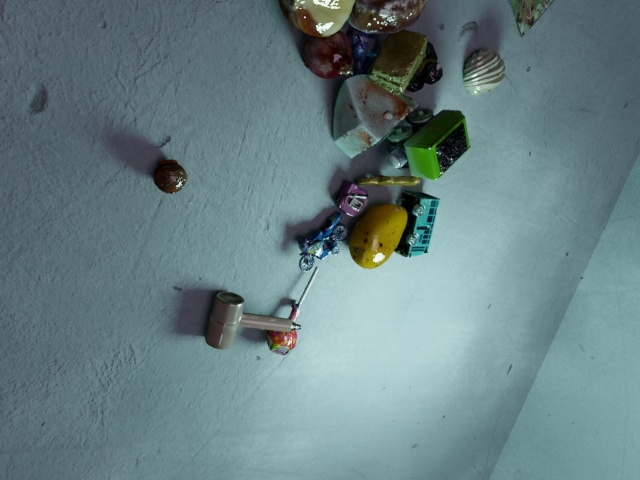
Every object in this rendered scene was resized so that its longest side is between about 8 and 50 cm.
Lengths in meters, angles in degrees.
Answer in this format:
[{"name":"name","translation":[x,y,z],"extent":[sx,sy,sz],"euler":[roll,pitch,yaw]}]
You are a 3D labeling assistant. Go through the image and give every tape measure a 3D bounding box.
[{"name":"tape measure","translation":[0.114,-0.154,1.972],"extent":[0.125,0.074,0.118],"euler":[22,99,-35]}]

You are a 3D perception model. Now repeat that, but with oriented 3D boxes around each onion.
[{"name":"onion","translation":[0.038,-0.576,1.659],"extent":[0.159,0.195,0.159],"euler":[-25,144,-20]}]

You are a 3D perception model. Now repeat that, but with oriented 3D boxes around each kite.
[{"name":"kite","translation":[0.832,-0.951,2.104],"extent":[0.322,0.013,0.268],"euler":[-9,117,-32]}]

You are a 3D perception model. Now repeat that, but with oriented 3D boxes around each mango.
[{"name":"mango","translation":[0.222,-0.031,2.049],"extent":[0.290,0.160,0.191],"euler":[-49,119,-9]}]

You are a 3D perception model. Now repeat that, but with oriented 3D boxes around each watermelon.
[{"name":"watermelon","translation":[0.170,-0.427,1.781],"extent":[0.319,0.214,0.289],"euler":[-24,134,13]}]

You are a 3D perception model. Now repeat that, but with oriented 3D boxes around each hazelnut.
[{"name":"hazelnut","translation":[-0.018,-0.720,1.512],"extent":[0.241,0.261,0.261],"euler":[-35,129,-43]}]

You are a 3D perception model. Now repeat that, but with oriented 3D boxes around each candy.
[{"name":"candy","translation":[-0.094,0.264,2.018],"extent":[0.124,0.124,0.365],"euler":[26,89,-37]},{"name":"candy","translation":[0.211,-0.770,1.667],"extent":[0.289,0.157,0.214],"euler":[-28,79,-21]}]

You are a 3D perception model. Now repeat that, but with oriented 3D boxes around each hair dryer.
[{"name":"hair dryer","translation":[-0.229,0.308,1.903],"extent":[0.344,0.107,0.189],"euler":[12,105,-19]}]

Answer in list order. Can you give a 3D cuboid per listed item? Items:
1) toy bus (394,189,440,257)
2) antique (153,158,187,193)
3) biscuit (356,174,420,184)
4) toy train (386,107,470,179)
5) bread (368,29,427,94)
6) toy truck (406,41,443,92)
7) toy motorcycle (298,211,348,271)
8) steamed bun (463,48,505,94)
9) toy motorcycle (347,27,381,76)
[{"name":"toy bus","translation":[0.385,-0.066,2.151],"extent":[0.147,0.128,0.256],"euler":[-2,110,-33]},{"name":"antique","translation":[-0.451,-0.188,1.586],"extent":[0.104,0.104,0.104],"euler":[-13,118,-27]},{"name":"biscuit","translation":[0.254,-0.227,1.982],"extent":[0.240,0.158,0.035],"euler":[0,89,-6]},{"name":"toy train","translation":[0.397,-0.363,1.934],"extent":[0.307,0.248,0.173],"euler":[-42,129,-27]},{"name":"bread","translation":[0.253,-0.586,1.717],"extent":[0.196,0.138,0.102],"euler":[-58,160,-15]},{"name":"toy truck","translation":[0.310,-0.615,1.857],"extent":[0.224,0.147,0.165],"euler":[-14,95,-26]},{"name":"toy motorcycle","translation":[0.000,0.000,1.964],"extent":[0.254,0.092,0.136],"euler":[-41,118,-21]},{"name":"steamed bun","translation":[0.645,-0.656,2.062],"extent":[0.182,0.106,0.183],"euler":[-15,119,-28]},{"name":"toy motorcycle","translation":[0.145,-0.643,1.776],"extent":[0.114,0.076,0.205],"euler":[-20,123,-13]}]
